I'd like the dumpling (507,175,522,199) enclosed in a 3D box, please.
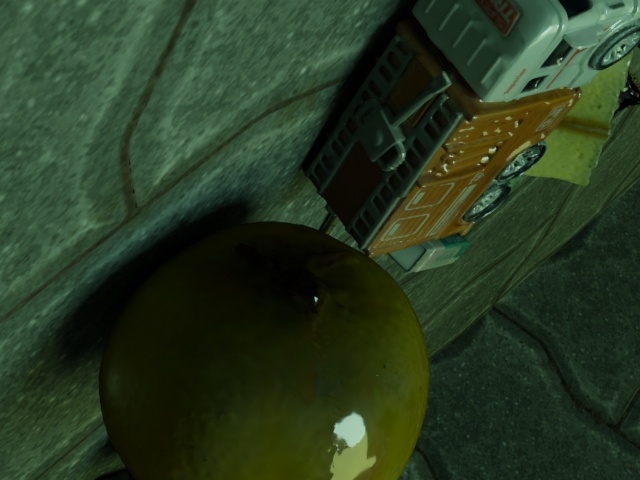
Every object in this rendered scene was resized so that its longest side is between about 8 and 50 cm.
[{"bbox_3d":[0.251,-0.112,1.869,0.149,0.105,0.216,-43,165,-8],"label":"dumpling"}]

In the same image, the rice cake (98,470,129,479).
[{"bbox_3d":[-0.240,0.365,1.918,0.064,0.070,0.399,-52,165,13],"label":"rice cake"}]

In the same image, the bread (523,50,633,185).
[{"bbox_3d":[0.270,-0.236,1.573,0.263,0.198,0.236,94,10,-56],"label":"bread"}]

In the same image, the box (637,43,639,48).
[{"bbox_3d":[0.510,-0.345,1.785,0.195,0.177,0.148,-47,165,10],"label":"box"}]

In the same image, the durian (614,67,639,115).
[{"bbox_3d":[0.408,-0.239,2.030,0.187,0.119,0.108,-23,-165,-29],"label":"durian"}]

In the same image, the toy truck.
[{"bbox_3d":[0.145,-0.154,1.320,0.207,0.173,0.387,-20,156,-40],"label":"toy truck"}]

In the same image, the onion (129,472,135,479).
[{"bbox_3d":[-0.109,0.286,1.675,0.281,0.281,0.221,-27,124,-51],"label":"onion"}]

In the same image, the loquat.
[{"bbox_3d":[-0.060,0.159,1.297,0.328,0.328,0.359,-32,147,-42],"label":"loquat"}]

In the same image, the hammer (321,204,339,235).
[{"bbox_3d":[0.000,0.000,1.665,0.062,0.017,0.182,-31,162,-43],"label":"hammer"}]

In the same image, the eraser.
[{"bbox_3d":[0.145,-0.005,1.893,0.052,0.095,0.225,-50,165,17],"label":"eraser"}]
